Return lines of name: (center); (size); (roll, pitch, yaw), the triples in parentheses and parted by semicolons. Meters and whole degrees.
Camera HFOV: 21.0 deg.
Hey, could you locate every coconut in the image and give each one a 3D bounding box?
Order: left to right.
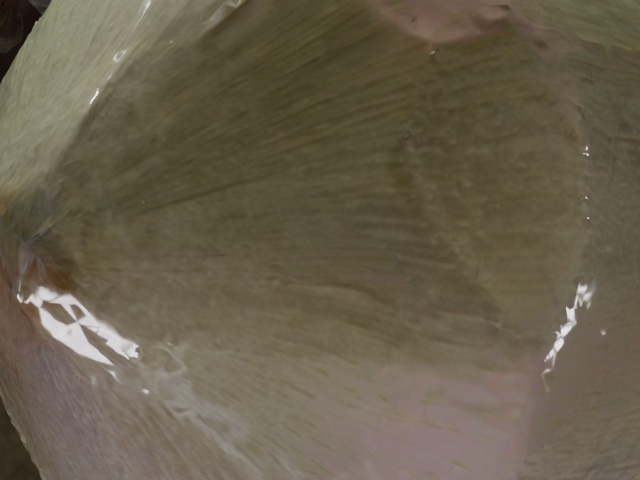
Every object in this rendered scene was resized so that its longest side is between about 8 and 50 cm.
coconut: (0.000, 0.000, 0.498); (0.234, 0.224, 0.224); (-3, -114, -41)

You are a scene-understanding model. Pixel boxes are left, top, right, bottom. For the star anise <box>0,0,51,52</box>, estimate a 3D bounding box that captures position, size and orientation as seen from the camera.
star anise: (-0.149, -0.128, 0.687); (0.182, 0.195, 0.065); (-11, -122, 20)
